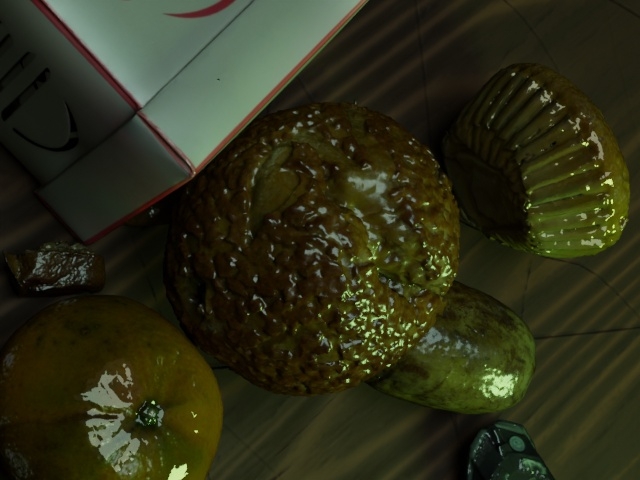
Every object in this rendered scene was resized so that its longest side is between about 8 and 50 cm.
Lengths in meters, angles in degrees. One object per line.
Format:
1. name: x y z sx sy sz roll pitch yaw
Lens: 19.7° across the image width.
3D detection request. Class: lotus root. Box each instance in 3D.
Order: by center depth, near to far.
1. lotus root: 0.115 0.105 1.994 0.260 0.128 0.145 22 60 -21

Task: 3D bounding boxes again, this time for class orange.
1. orange: -0.204 0.168 1.779 0.240 0.171 0.240 6 78 -27

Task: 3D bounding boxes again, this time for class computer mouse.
1. computer mouse: 0.219 0.295 2.055 0.105 0.062 0.192 -19 85 -29

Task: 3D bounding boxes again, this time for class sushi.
1. sushi: -0.264 0.028 1.839 0.120 0.052 0.055 -3 82 -30

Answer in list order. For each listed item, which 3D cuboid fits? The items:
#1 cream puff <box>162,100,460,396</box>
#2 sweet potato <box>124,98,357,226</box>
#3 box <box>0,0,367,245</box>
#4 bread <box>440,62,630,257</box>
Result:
1. cream puff: 0.000 0.000 1.824 0.303 0.212 0.303 4 76 -15
2. sweet potato: -0.072 -0.085 1.957 0.314 0.072 0.066 -31 57 -29
3. box: -0.180 -0.226 1.781 0.300 0.314 0.312 47 63 -10
4. bread: 0.242 -0.083 2.042 0.139 0.240 0.240 -25 94 -18
